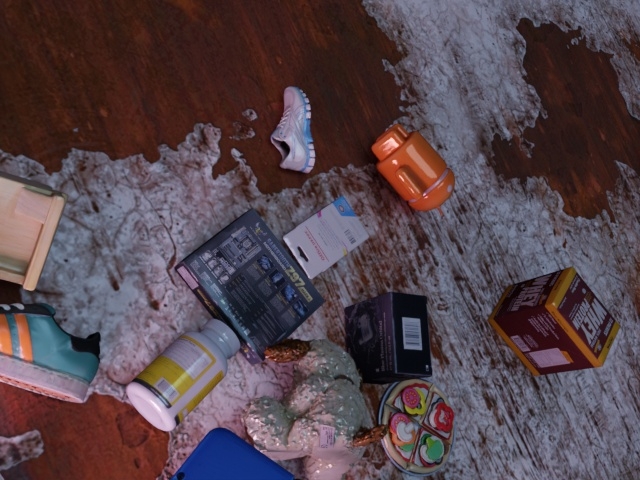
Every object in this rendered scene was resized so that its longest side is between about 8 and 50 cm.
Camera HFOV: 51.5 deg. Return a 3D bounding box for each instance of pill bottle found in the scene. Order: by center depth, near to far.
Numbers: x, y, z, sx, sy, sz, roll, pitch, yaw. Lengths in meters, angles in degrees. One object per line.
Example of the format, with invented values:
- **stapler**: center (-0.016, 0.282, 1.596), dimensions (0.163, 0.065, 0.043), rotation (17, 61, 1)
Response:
- **pill bottle**: center (-0.221, 0.217, 1.101), dimensions (0.103, 0.103, 0.184), rotation (51, 55, -7)

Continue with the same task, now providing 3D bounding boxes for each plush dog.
- **plush dog**: center (0.010, 0.274, 1.164), dimensions (0.262, 0.211, 0.225), rotation (40, 31, -38)

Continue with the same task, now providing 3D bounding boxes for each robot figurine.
- **robot figurine**: center (0.214, -0.157, 1.488), dimensions (0.128, 0.158, 0.219), rotation (-43, 100, -5)

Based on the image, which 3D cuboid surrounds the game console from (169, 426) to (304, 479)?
- **game console**: center (-0.139, 0.481, 0.988), dimensions (0.293, 0.174, 0.250), rotation (-48, 134, -40)

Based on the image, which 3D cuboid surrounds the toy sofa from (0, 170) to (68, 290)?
- **toy sofa**: center (-0.573, -0.054, 0.966), dimensions (0.363, 0.177, 0.150), rotation (19, 89, -26)

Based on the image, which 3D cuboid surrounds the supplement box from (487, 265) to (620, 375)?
- **supplement box**: center (0.536, 0.191, 1.530), dimensions (0.191, 0.194, 0.129), rotation (49, 55, -9)

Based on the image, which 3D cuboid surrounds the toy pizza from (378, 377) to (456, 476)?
- **toy pizza**: center (0.206, 0.377, 1.358), dimensions (0.201, 0.032, 0.201), rotation (11, 68, -29)

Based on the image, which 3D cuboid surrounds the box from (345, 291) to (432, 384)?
- **box**: center (0.129, 0.194, 1.294), dimensions (0.093, 0.158, 0.155), rotation (10, 69, -30)

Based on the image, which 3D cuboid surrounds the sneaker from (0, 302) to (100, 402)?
- **sneaker**: center (-0.470, 0.136, 0.977), dimensions (0.302, 0.108, 0.120), rotation (31, 59, -29)

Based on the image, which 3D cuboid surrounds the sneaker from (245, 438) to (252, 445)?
- **sneaker**: center (-0.169, 0.467, 1.050), dimensions (0.293, 0.102, 0.146), rotation (-41, 98, -35)

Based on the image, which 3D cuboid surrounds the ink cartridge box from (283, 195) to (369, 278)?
- **ink cartridge box**: center (0.000, 0.000, 1.339), dimensions (0.181, 0.062, 0.104), rotation (-35, 93, -36)

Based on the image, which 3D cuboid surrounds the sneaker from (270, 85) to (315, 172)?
- **sneaker**: center (-0.065, -0.234, 1.376), dimensions (0.083, 0.071, 0.190), rotation (-2, 75, -27)

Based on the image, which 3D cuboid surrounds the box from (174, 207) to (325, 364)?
- **box**: center (-0.127, 0.083, 1.232), dimensions (0.183, 0.059, 0.232), rotation (-42, 98, -32)

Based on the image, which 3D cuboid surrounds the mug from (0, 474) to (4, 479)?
- **mug**: center (-0.469, 0.358, 0.922), dimensions (0.064, 0.062, 0.078), rotation (-31, 127, -27)
